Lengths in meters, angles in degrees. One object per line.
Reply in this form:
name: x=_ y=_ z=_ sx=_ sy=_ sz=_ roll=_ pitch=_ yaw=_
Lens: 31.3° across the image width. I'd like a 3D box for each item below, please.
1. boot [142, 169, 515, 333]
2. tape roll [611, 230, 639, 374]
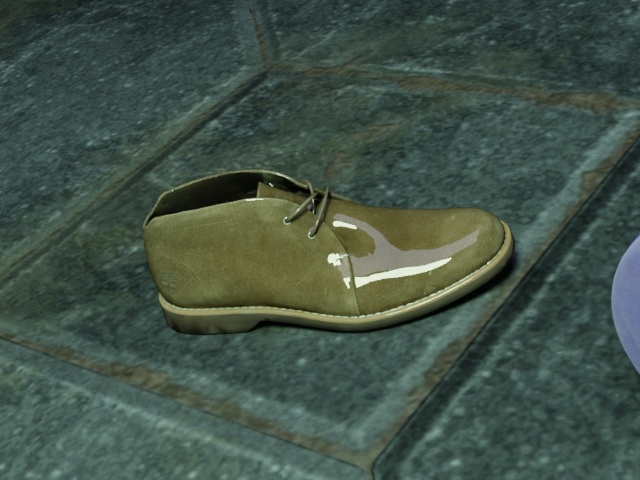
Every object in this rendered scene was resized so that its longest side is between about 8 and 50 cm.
boot: x=0.000 y=0.000 z=0.922 sx=0.305 sy=0.115 sz=0.112 roll=-7 pitch=32 yaw=13
tape roll: x=0.274 y=0.036 z=0.669 sx=0.189 sy=0.189 sz=0.080 roll=11 pitch=43 yaw=36
